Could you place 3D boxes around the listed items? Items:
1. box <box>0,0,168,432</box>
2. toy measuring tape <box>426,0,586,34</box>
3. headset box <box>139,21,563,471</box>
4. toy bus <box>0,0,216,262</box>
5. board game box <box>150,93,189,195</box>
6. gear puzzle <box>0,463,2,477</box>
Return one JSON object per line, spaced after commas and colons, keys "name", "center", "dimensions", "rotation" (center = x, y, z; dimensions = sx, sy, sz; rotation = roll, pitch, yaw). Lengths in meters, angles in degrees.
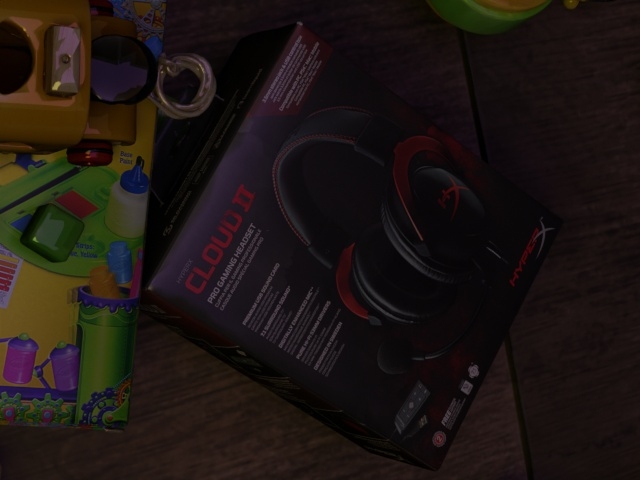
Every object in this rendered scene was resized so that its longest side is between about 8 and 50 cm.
{"name": "box", "center": [-0.270, -0.032, 0.896], "dimensions": [0.290, 0.177, 0.279], "rotation": [7, 86, -26]}
{"name": "toy measuring tape", "center": [0.077, -0.235, 1.110], "dimensions": [0.330, 0.121, 0.121], "rotation": [12, 84, -17]}
{"name": "headset box", "center": [0.000, 0.000, 1.028], "dimensions": [0.293, 0.110, 0.218], "rotation": [35, 75, -22]}
{"name": "toy bus", "center": [-0.162, -0.095, 0.795], "dimensions": [0.191, 0.104, 0.202], "rotation": [48, 70, -17]}
{"name": "board game box", "center": [-0.046, -0.011, 1.085], "dimensions": [0.259, 0.039, 0.124], "rotation": [22, 81, -22]}
{"name": "gear puzzle", "center": [-0.315, 0.301, 0.952], "dimensions": [0.175, 0.044, 0.339], "rotation": [10, 88, -27]}
